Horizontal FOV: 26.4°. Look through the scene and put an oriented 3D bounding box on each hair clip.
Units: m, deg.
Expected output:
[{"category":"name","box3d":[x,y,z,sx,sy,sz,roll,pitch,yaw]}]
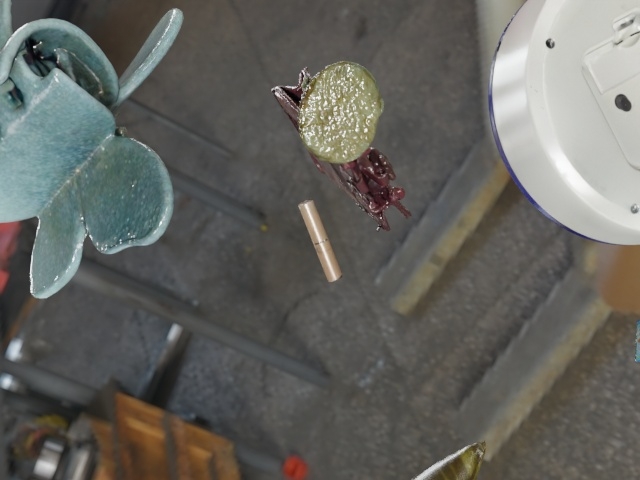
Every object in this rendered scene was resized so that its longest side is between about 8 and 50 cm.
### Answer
[{"category":"hair clip","box3d":[-0.356,-0.134,1.716,0.318,0.238,0.392,-39,38,37]}]

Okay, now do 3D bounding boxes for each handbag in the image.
[{"category":"handbag","box3d":[0.033,-0.132,1.946,0.074,0.203,0.216,-38,40,-3]}]

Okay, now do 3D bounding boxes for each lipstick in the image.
[{"category":"lipstick","box3d":[0.000,0.000,1.508,0.019,0.094,0.019,-21,10,4]}]

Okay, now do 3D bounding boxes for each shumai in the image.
[{"category":"shumai","box3d":[0.015,-0.159,1.636,0.087,0.099,0.123,-129,55,-68]}]

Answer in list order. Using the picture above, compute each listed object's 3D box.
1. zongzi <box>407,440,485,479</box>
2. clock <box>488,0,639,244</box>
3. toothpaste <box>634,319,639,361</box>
[{"category":"zongzi","box3d":[0.045,0.449,1.460,0.432,0.403,0.208,-39,52,-20]},{"category":"clock","box3d":[0.252,-0.114,1.085,0.083,0.230,0.230,153,137,-70]},{"category":"toothpaste","box3d":[0.413,0.090,1.467,0.266,0.065,0.050,119,160,-74]}]
